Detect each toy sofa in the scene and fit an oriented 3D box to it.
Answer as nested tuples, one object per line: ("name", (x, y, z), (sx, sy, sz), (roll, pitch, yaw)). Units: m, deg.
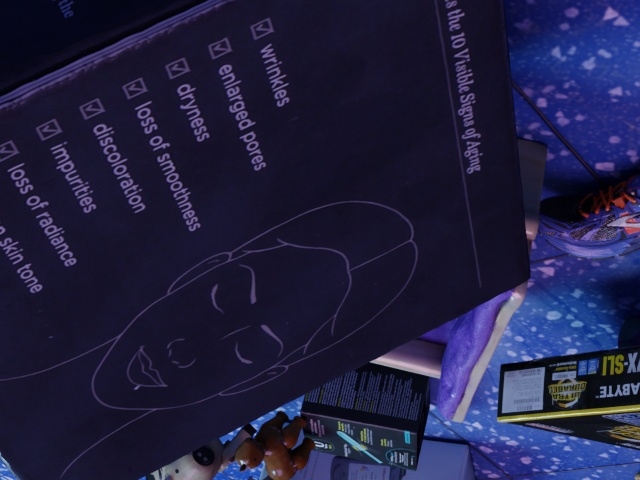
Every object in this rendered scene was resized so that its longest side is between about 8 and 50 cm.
("toy sofa", (0.126, 0.044, 1.500), (0.150, 0.177, 0.362), (14, 149, 1))

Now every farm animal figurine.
("farm animal figurine", (-0.190, 0.281, 1.904), (0.330, 0.172, 0.326), (32, 148, 14))

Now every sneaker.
("sneaker", (0.324, -0.039, 1.397), (0.221, 0.083, 0.087), (-4, 130, 19))

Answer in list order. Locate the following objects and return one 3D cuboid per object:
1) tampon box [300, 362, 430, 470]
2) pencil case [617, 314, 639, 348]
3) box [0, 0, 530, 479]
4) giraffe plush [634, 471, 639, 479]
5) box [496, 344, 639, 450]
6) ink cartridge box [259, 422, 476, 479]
("tampon box", (0.063, 0.233, 1.891), (0.161, 0.101, 0.120), (10, 147, 10))
("pencil case", (0.426, 0.119, 1.599), (0.152, 0.064, 0.070), (-3, 131, 26))
("box", (-0.116, -0.089, 1.078), (0.472, 0.297, 0.480), (-25, 144, -6))
("giraffe plush", (0.523, 0.439, 1.960), (0.181, 0.170, 0.210), (1, 146, 21))
("box", (0.409, 0.191, 1.598), (0.322, 0.079, 0.257), (16, 159, -36))
("ink cartridge box", (0.080, 0.397, 2.115), (0.306, 0.131, 0.226), (4, 146, 16))
